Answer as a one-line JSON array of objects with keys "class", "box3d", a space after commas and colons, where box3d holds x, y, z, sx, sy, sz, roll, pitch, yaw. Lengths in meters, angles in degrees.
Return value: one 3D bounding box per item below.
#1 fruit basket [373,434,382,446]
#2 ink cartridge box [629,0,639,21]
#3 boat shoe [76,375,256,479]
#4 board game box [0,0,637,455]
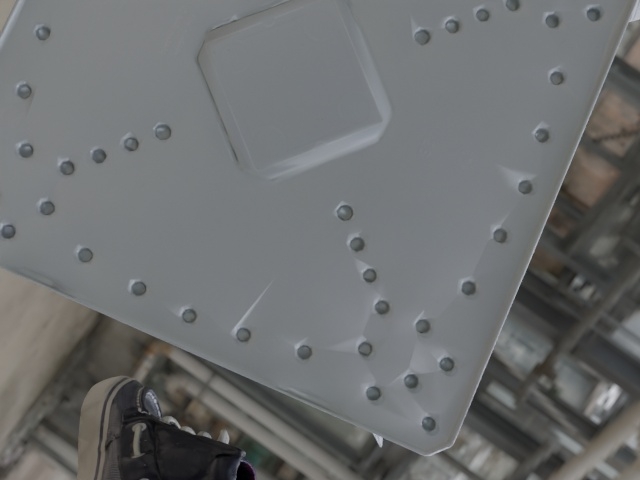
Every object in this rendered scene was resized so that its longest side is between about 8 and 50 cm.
[{"class": "fruit basket", "box3d": [0.000, 0.000, 1.468, 0.327, 0.165, 0.353, -81, 154, -50]}, {"class": "ink cartridge box", "box3d": [0.298, -0.339, 1.392, 0.289, 0.121, 0.211, -23, 122, -46]}, {"class": "boat shoe", "box3d": [-0.131, 0.212, 1.190, 0.158, 0.127, 0.340, -16, -157, 4]}, {"class": "board game box", "box3d": [-0.019, -0.104, 0.925, 0.050, 0.389, 0.390, 117, -3, -82]}]
